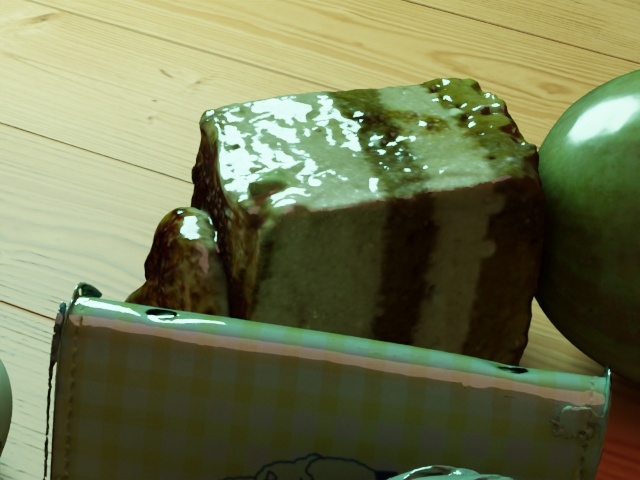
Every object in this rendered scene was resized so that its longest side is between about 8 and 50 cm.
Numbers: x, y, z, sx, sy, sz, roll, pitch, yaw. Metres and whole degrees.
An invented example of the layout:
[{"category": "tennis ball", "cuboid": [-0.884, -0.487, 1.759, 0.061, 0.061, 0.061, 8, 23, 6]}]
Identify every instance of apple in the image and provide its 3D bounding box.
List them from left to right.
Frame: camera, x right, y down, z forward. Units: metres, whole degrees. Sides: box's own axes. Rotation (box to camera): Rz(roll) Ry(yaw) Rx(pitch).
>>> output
[{"category": "apple", "cuboid": [0.279, -0.014, 1.375, 0.233, 0.257, 0.257, 17, 31, 30]}]

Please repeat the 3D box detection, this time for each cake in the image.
[{"category": "cake", "cuboid": [0.000, 0.000, 1.358, 0.293, 0.199, 0.196, -4, 34, -15]}]

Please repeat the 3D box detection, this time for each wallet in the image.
[{"category": "wallet", "cuboid": [-0.005, 0.146, 1.070, 0.309, 0.223, 0.077, 10, 25, 3]}]

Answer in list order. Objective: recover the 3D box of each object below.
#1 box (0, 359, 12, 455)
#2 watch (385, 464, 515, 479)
[{"category": "box", "cuboid": [-0.278, 0.126, 1.185, 0.145, 0.088, 0.200, 11, 30, 5]}, {"category": "watch", "cuboid": [0.048, 0.226, 0.928, 0.253, 0.241, 0.161, 29, 38, 34]}]
